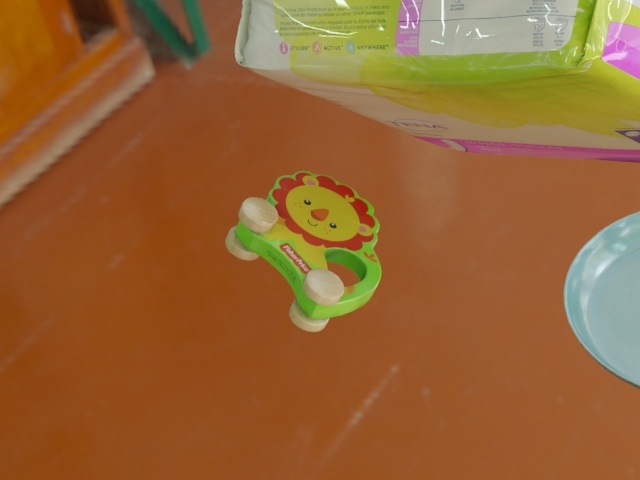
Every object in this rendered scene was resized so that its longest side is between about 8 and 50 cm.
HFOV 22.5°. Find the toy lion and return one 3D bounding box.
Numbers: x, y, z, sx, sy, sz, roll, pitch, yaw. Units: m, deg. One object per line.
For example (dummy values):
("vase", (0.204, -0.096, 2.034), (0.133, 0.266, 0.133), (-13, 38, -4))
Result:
("toy lion", (0.000, 0.000, 0.964), (0.096, 0.034, 0.100), (-20, 57, -41))

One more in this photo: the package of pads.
("package of pads", (0.117, -0.121, 1.010), (0.296, 0.229, 0.101), (6, 82, 46))

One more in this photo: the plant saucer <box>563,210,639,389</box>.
("plant saucer", (0.439, 0.076, 1.848), (0.317, 0.044, 0.318), (-4, 42, 4))
